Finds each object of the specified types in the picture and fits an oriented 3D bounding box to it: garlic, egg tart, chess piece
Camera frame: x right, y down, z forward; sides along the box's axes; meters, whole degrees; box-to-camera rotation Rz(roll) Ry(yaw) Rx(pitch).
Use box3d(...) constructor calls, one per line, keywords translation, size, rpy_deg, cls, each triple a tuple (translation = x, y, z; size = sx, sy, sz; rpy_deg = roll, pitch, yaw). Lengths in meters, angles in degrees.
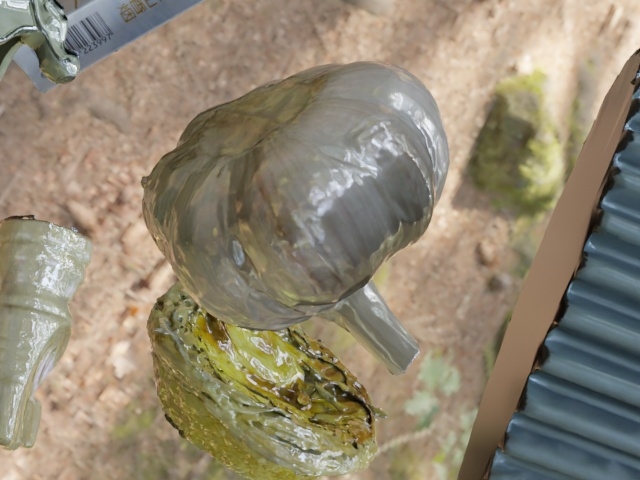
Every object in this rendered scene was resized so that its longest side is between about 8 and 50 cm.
box3d(translation=(0.000, 0.000, 0.883), size=(0.218, 0.219, 0.212), rpy_deg=(-43, 116, -29), cls="garlic")
box3d(translation=(-0.059, 0.134, 1.163), size=(0.252, 0.232, 0.098), rpy_deg=(26, 117, -28), cls="egg tart")
box3d(translation=(-0.385, 0.127, 1.706), size=(0.137, 0.137, 0.300), rpy_deg=(53, 40, -62), cls="chess piece")

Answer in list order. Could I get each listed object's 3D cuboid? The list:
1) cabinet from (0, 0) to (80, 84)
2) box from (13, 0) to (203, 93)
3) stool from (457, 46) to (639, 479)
box3d(translation=(-0.405, -0.254, 1.096), size=(0.227, 0.318, 0.290), rpy_deg=(-22, 170, 34), cls="cabinet")
box3d(translation=(-0.196, -0.256, 1.282), size=(0.233, 0.149, 0.067), rpy_deg=(-29, 131, 9), cls="box")
box3d(translation=(0.271, 0.088, 0.703), size=(0.297, 0.330, 0.297), rpy_deg=(21, 90, -84), cls="stool")
